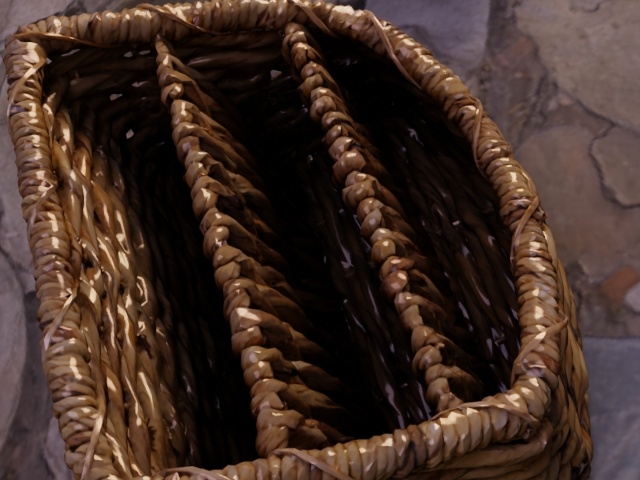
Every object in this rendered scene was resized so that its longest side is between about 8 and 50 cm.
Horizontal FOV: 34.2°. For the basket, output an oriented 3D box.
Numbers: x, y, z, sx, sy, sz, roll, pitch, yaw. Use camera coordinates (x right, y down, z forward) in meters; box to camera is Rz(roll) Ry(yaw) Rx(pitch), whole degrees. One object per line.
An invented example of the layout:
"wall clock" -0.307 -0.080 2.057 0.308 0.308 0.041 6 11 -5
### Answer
"basket" 0.000 0.000 0.529 0.214 0.223 0.299 -28 53 12
